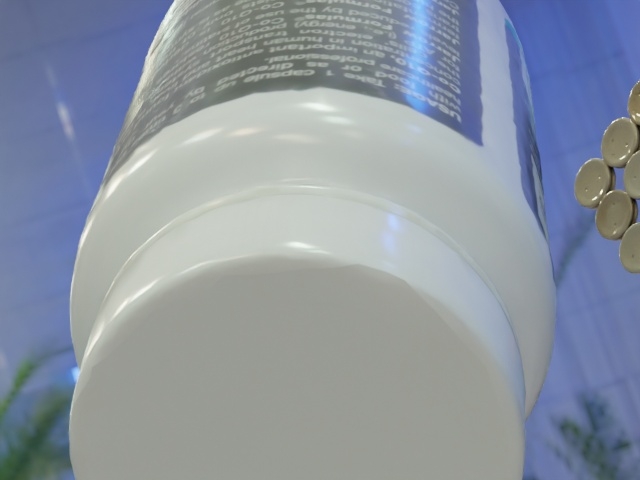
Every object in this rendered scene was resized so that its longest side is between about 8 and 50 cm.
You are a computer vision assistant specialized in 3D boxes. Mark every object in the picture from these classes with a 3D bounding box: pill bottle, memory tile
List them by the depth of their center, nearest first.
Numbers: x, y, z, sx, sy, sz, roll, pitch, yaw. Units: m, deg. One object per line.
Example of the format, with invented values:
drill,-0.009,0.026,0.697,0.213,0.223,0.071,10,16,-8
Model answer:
pill bottle,0.000,0.000,0.890,0.204,0.204,0.361,-21,23,13
memory tile,0.236,-0.060,1.374,0.012,0.113,0.148,13,-59,-34
